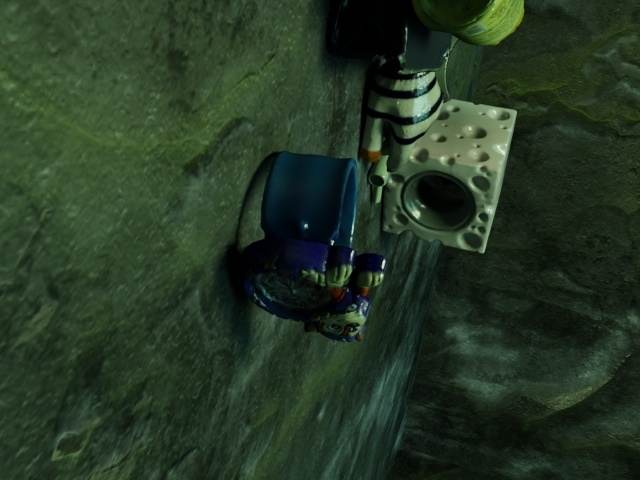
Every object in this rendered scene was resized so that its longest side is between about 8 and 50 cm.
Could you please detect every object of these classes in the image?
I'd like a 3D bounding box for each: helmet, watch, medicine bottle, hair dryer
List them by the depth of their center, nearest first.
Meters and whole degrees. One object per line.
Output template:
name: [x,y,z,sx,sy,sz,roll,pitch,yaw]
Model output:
watch: [-0.006,-0.005,0.883,0.196,0.171,0.200,101,-1,-59]
medicine bottle: [0.204,-0.328,0.948,0.239,0.124,0.124,-23,126,-67]
helmet: [0.207,-0.351,1.408,0.177,0.107,0.153,-97,-165,-79]
hair dryer: [0.119,-0.113,1.432,0.124,0.037,0.063,93,18,-53]

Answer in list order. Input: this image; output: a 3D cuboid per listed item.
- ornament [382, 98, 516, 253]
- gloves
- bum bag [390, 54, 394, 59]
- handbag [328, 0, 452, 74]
ornament: [0.288,-0.154,1.599,0.240,0.239,0.239,-62,160,-44]
gloves: [0.148,-0.215,1.270,0.140,0.131,0.219,-57,149,-45]
bum bag: [0.178,-0.423,1.246,0.248,0.069,0.102,-66,173,27]
handbag: [0.128,-0.416,1.030,0.303,0.121,0.330,-31,133,-64]
